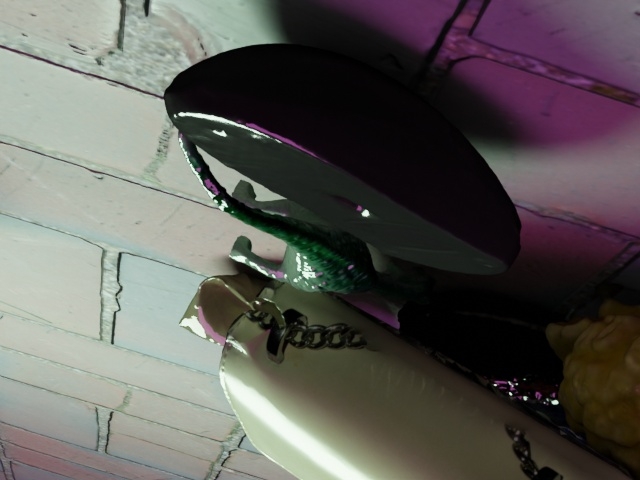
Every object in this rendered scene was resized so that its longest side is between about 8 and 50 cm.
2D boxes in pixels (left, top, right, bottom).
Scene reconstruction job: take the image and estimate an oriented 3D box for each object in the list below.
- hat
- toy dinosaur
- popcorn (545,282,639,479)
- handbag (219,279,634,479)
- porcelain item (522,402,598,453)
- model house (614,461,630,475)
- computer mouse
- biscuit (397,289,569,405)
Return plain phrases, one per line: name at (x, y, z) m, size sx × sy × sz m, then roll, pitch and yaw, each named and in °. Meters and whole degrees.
hat at (-0.025, 0.090, 1.414) m, size 0.166 × 0.173 × 0.144 m, roll 42°, pitch 128°, yaw 22°
toy dinosaur at (-0.042, -0.008, 1.109) m, size 0.129 × 0.076 × 0.383 m, roll 8°, pitch 173°, yaw 35°
popcorn at (0.267, 0.117, 1.148) m, size 0.180 × 0.170 × 0.180 m, roll -3°, pitch 161°, yaw -1°
handbag at (0.101, 0.188, 1.186) m, size 0.358 × 0.160 × 0.237 m, roll 30°, pitch 165°, yaw 34°
porcelain item at (0.162, 0.221, 1.551) m, size 0.288 × 0.138 × 0.186 m, roll -6°, pitch 131°, yaw 52°
model house at (0.292, 0.366, 1.555) m, size 0.317 × 0.282 × 0.297 m, roll 43°, pitch 126°, yaw 16°
computer mouse at (0.024, -0.062, 0.933) m, size 0.269 × 0.086 × 0.137 m, roll 30°, pitch 166°, yaw -34°
biscuit at (0.162, 0.098, 1.308) m, size 0.194 × 0.053 × 0.194 m, roll 14°, pitch 161°, yaw 5°
